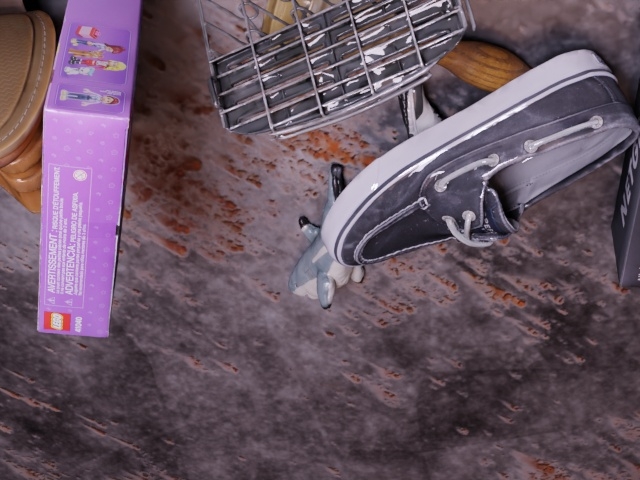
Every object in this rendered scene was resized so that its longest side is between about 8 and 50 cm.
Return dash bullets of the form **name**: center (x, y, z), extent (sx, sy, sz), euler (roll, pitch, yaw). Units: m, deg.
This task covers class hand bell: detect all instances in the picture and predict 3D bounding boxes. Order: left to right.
- **hand bell**: center (0.082, -0.168, 0.848), extent (0.242, 0.126, 0.126), euler (15, 130, -22)

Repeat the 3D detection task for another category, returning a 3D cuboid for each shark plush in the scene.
- **shark plush**: center (0.000, 0.000, 1.007), extent (0.067, 0.073, 0.161), euler (26, 139, 25)

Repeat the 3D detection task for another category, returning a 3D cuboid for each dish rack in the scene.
- **dish rack**: center (-0.001, -0.206, 0.708), extent (0.208, 0.271, 0.074), euler (-20, 160, 22)

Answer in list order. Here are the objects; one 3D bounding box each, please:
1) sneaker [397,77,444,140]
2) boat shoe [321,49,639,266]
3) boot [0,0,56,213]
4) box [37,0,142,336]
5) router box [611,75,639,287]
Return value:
- **sneaker**: center (0.098, -0.108, 0.921), extent (0.044, 0.040, 0.109), euler (-15, 132, 3)
- **boat shoe**: center (0.137, -0.044, 0.885), extent (0.301, 0.102, 0.108), euler (-31, 147, 16)
- **boot**: center (-0.265, -0.096, 0.821), extent (0.109, 0.283, 0.220), euler (-15, 138, -17)
- **box**: center (-0.178, -0.098, 0.792), extent (0.057, 0.293, 0.200), euler (6, 129, -11)
- **router box**: center (0.390, -0.080, 0.840), extent (0.243, 0.081, 0.308), euler (0, 141, 8)
